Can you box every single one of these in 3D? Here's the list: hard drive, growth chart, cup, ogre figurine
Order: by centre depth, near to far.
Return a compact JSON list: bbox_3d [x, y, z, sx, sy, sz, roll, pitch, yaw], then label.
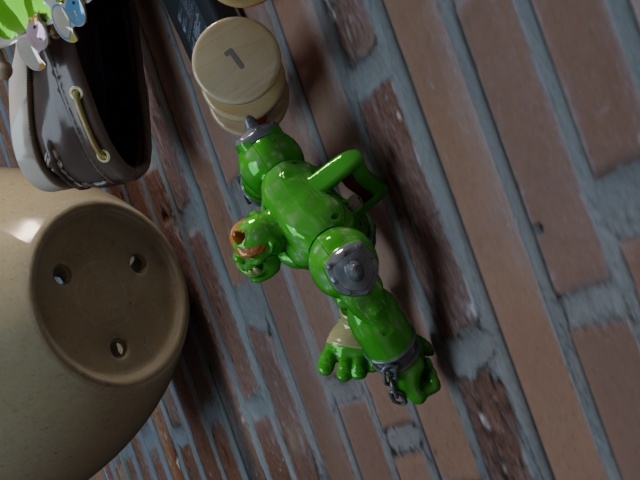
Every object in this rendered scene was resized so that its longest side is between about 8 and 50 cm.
[{"bbox_3d":[0.000,0.000,1.100,0.118,0.096,0.197,65,-170,-53],"label":"ogre figurine"},{"bbox_3d":[-0.089,-0.173,1.300,0.094,0.022,0.135,108,140,-62],"label":"hard drive"},{"bbox_3d":[-0.207,-0.234,1.375,0.237,0.021,0.172,-35,77,43],"label":"growth chart"},{"bbox_3d":[-0.252,0.070,1.641,0.237,0.331,0.331,-21,87,47],"label":"cup"}]

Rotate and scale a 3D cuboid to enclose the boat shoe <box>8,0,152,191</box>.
[{"bbox_3d":[-0.194,-0.202,1.467,0.096,0.116,0.324,-2,94,30],"label":"boat shoe"}]

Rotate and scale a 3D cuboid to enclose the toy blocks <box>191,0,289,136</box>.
[{"bbox_3d":[-0.047,-0.130,1.148,0.148,0.054,0.123,75,-166,-82],"label":"toy blocks"}]
